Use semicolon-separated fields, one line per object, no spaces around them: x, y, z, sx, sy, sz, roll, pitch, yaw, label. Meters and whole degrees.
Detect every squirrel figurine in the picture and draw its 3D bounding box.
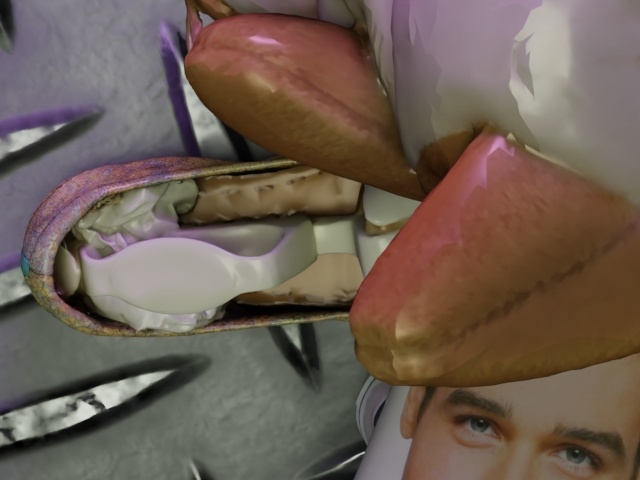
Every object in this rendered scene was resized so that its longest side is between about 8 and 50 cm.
0.115;-0.118;0.989;0.397;0.370;0.281;-3;103;-25;squirrel figurine

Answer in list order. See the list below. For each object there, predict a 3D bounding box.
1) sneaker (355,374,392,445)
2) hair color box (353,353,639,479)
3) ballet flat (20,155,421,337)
0.115;0.180;1.159;0.258;0.091;0.094;43;102;-6;sneaker
0.103;0.182;1.001;0.185;0.114;0.374;17;81;41;hair color box
0.000;0.000;1.113;0.349;0.123;0.123;-5;103;4;ballet flat
